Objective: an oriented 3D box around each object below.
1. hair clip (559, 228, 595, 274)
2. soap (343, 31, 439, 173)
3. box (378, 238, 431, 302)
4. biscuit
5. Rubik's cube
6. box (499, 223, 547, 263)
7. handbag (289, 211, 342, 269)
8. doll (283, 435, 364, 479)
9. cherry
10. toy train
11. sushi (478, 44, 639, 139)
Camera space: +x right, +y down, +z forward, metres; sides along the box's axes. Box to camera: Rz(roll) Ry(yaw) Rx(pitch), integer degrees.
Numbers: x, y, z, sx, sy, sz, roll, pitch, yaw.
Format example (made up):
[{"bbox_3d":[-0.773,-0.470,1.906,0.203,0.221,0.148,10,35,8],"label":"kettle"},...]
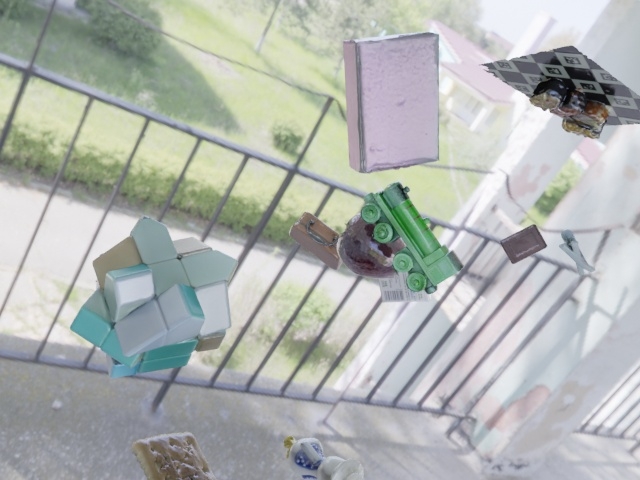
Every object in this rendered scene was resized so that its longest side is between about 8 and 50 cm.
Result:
[{"bbox_3d":[0.448,0.023,1.138,0.115,0.030,0.039,45,45,-39],"label":"hair clip"},{"bbox_3d":[0.142,-0.274,1.288,0.181,0.259,0.081,-13,24,-17],"label":"soap"},{"bbox_3d":[0.230,0.073,1.827,0.139,0.194,0.073,-4,22,22],"label":"box"},{"bbox_3d":[-0.313,0.608,1.572,0.217,0.044,0.325,14,37,-57],"label":"biscuit"},{"bbox_3d":[-0.273,0.088,1.064,0.265,0.213,0.224,-7,62,-26],"label":"Rubik's cube"},{"bbox_3d":[0.444,0.009,1.428,0.060,0.084,0.063,63,13,12],"label":"box"},{"bbox_3d":[0.000,0.000,2.015,0.193,0.072,0.151,40,-18,6],"label":"handbag"},{"bbox_3d":[0.006,0.577,1.648,0.119,0.138,0.293,-31,26,-33],"label":"doll"},{"bbox_3d":[0.119,0.018,1.534,0.176,0.140,0.176,42,-20,19],"label":"cherry"},{"bbox_3d":[0.187,-0.008,1.363,0.251,0.119,0.085,57,26,3],"label":"toy train"},{"bbox_3d":[0.465,-0.258,1.228,0.290,0.050,0.264,24,-2,-24],"label":"sushi"}]
